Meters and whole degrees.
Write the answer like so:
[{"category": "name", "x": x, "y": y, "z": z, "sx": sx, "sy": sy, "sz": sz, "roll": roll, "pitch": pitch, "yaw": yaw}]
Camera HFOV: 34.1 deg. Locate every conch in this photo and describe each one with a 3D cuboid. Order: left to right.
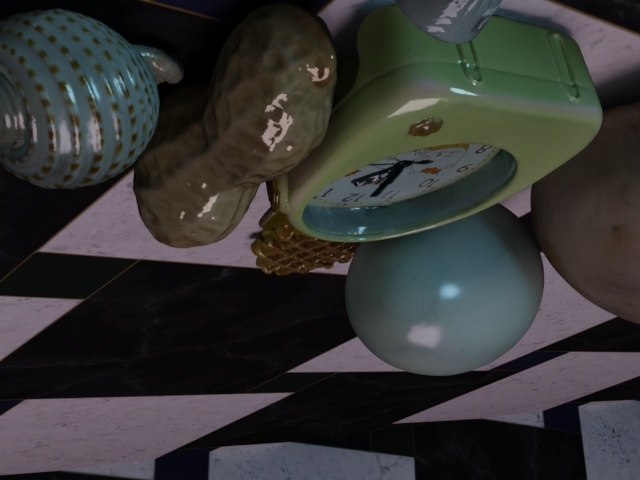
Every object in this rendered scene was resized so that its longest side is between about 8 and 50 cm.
[{"category": "conch", "x": -0.200, "y": -0.104, "z": 0.854, "sx": 0.200, "sy": 0.131, "sz": 0.172, "roll": 5, "pitch": 153, "yaw": -39}]

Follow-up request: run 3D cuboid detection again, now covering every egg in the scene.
[{"category": "egg", "x": 0.156, "y": 0.056, "z": 1.316, "sx": 0.230, "sy": 0.230, "sz": 0.371, "roll": -23, "pitch": 178, "yaw": 27}]

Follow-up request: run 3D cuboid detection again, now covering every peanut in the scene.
[{"category": "peanut", "x": -0.080, "y": -0.101, "z": 0.945, "sx": 0.298, "sy": 0.136, "sz": 0.120, "roll": -40, "pitch": -179, "yaw": 43}]

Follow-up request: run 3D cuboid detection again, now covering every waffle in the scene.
[{"category": "waffle", "x": -0.005, "y": 0.002, "z": 1.397, "sx": 0.191, "sy": 0.038, "sz": 0.191, "roll": -12, "pitch": 161, "yaw": -4}]

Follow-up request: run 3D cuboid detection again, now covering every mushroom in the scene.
[{"category": "mushroom", "x": 0.440, "y": -0.051, "z": 1.259, "sx": 0.362, "sy": 0.294, "sz": 0.362, "roll": 16, "pitch": 160, "yaw": 6}]

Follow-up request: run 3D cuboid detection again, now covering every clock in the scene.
[{"category": "clock", "x": 0.081, "y": -0.098, "z": 1.068, "sx": 0.286, "sy": 0.117, "sz": 0.348, "roll": 2, "pitch": 156, "yaw": -38}]

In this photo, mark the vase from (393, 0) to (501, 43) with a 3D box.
[{"category": "vase", "x": 0.144, "y": -0.244, "z": 0.753, "sx": 0.096, "sy": 0.096, "sz": 0.219, "roll": 1, "pitch": 153, "yaw": -34}]
